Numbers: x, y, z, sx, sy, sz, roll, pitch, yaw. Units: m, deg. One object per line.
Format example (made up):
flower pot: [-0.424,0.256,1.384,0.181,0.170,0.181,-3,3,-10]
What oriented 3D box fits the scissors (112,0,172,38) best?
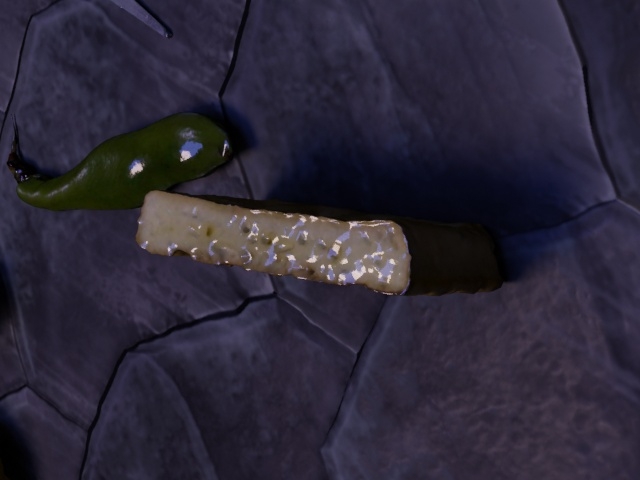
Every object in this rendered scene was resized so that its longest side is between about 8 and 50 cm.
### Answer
scissors: [-0.208,-0.246,1.423,0.189,0.015,0.100,41,115,24]

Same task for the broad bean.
broad bean: [-0.202,-0.075,1.416,0.318,0.056,0.098,2,98,38]

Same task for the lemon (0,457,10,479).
lemon: [-0.419,0.260,1.541,0.206,0.173,0.173,6,102,-2]

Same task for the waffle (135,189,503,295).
waffle: [0.000,0.000,1.209,0.274,0.168,0.057,8,94,34]
